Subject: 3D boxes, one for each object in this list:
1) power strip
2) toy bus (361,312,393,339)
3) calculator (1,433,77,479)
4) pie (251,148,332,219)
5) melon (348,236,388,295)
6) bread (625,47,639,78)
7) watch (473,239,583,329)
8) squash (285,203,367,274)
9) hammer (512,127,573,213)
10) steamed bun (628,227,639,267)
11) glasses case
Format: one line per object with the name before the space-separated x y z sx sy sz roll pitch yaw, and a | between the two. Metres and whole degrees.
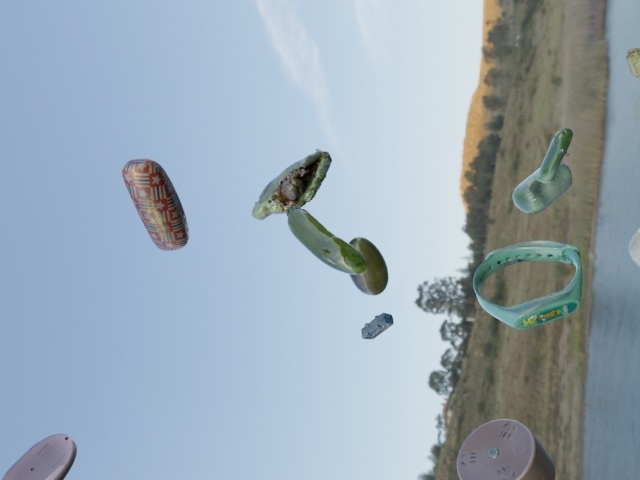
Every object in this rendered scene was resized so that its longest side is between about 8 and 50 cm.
power strip | 0.322 0.395 0.859 0.078 0.154 0.154 51 -140 -13
toy bus | 0.211 0.322 1.840 0.153 0.061 0.051 -50 32 45
calculator | -0.526 0.433 0.908 0.166 0.103 0.024 -52 -28 -36
pie | -0.076 -0.154 1.392 0.105 0.274 0.257 49 -135 -11
melon | 0.117 0.065 1.257 0.099 0.099 0.162 -50 -57 -52
bread | 0.833 -0.465 1.289 0.088 0.049 0.034 43 -105 -29
watch | 0.461 0.091 1.081 0.068 0.236 0.195 54 -160 -41
squash | 0.000 0.000 1.088 0.069 0.258 0.069 -30 -39 -29
hammer | 0.730 -0.229 1.551 0.206 0.119 0.336 -39 -27 -14
steamed bun | 0.821 0.013 1.132 0.228 0.131 0.177 20 -65 -45
glasses case | -0.287 -0.055 0.877 0.049 0.073 0.195 -89 -9 -48
